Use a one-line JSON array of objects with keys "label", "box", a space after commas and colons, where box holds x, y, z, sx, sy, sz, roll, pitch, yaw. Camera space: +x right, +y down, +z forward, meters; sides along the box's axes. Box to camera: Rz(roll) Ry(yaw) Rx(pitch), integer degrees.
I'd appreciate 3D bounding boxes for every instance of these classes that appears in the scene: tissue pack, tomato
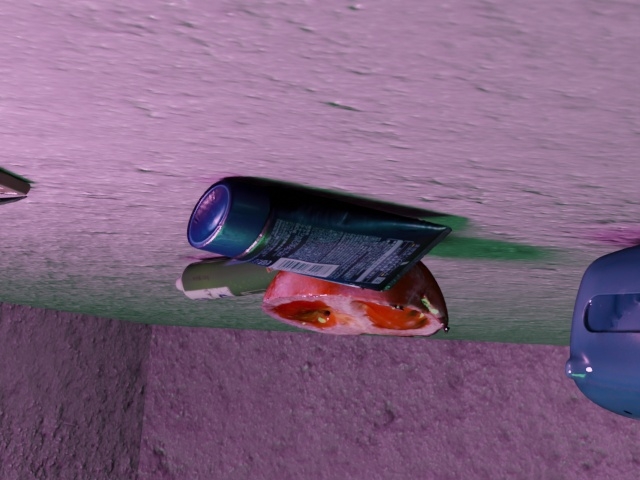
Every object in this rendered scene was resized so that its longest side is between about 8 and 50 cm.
[{"label": "tissue pack", "box": [0.395, 0.096, 1.379, 0.206, 0.198, 0.287, 11, 173, -34]}, {"label": "tomato", "box": [0.042, 0.045, 1.582, 0.227, 0.112, 0.199, 2, 164, 17]}]

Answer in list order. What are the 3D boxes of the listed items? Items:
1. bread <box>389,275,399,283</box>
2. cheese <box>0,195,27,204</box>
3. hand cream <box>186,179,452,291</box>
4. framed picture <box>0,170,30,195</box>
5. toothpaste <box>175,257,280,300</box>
[{"label": "bread", "box": [0.073, 0.000, 1.484, 0.049, 0.103, 0.062, -12, 122, 29]}, {"label": "cheese", "box": [-0.382, -0.043, 1.449, 0.120, 0.026, 0.067, 3, -167, 29]}, {"label": "hand cream", "box": [0.000, 0.000, 1.346, 0.270, 0.061, 0.120, 14, 135, -34]}, {"label": "framed picture", "box": [-0.467, -0.076, 1.337, 0.289, 0.016, 0.213, 3, 173, 11]}, {"label": "toothpaste", "box": [-0.105, 0.049, 1.933, 0.098, 0.061, 0.392, 10, 168, -35]}]
